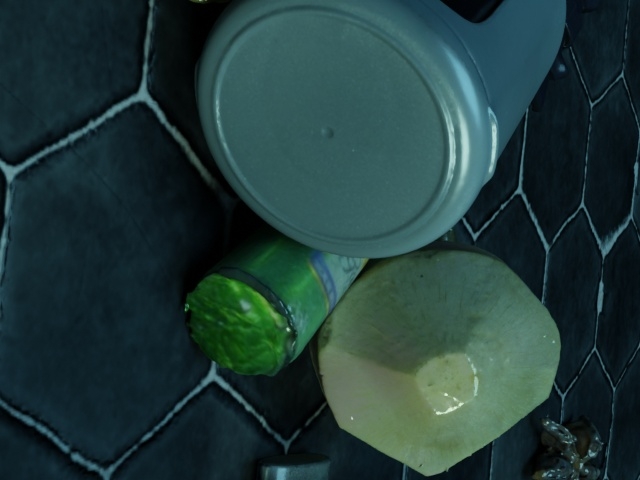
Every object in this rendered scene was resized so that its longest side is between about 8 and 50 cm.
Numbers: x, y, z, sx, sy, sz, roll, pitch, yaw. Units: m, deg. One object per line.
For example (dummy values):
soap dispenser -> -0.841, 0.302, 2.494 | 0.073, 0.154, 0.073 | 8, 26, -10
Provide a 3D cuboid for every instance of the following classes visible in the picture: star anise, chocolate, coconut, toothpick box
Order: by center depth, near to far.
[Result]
toothpick box -> 0.075, -0.158, 0.966 | 0.354, 0.263, 0.263 | -52, 136, -49
chocolate -> 0.000, 0.000, 1.006 | 0.291, 0.110, 0.110 | -47, 132, -48
coconut -> 0.101, 0.100, 1.045 | 0.237, 0.237, 0.197 | -30, 97, -52
star anise -> 0.364, 0.343, 1.658 | 0.208, 0.063, 0.171 | 15, 83, -57

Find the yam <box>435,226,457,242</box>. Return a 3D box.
yam -> 0.136, 0.047, 1.258 | 0.061, 0.061, 0.274 | -41, 127, -47

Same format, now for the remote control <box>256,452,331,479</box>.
remote control -> -0.043, 0.391, 1.047 | 0.107, 0.044, 0.377 | 9, 87, -54

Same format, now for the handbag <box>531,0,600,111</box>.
handbag -> 0.220, -0.345, 1.273 | 0.303, 0.122, 0.329 | -61, 140, -34

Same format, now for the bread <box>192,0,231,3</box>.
bread -> -0.049, -0.269, 0.904 | 0.232, 0.088, 0.128 | -46, 140, -51
